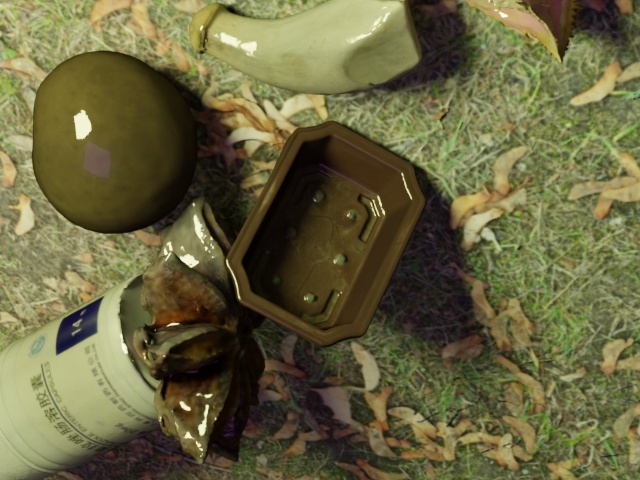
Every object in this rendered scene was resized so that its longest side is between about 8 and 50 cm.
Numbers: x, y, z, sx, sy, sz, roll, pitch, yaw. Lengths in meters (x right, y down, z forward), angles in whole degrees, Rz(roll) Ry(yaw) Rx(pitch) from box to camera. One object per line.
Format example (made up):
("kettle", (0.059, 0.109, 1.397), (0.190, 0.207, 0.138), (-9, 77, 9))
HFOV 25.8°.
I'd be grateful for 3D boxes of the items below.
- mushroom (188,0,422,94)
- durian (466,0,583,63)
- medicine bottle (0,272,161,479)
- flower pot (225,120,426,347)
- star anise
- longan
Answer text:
("mushroom", (-0.015, -0.213, 1.530), (0.270, 0.103, 0.118), (-3, 124, 25))
("durian", (0.187, -0.280, 1.396), (0.182, 0.132, 0.165), (12, 131, -16))
("medicine bottle", (-0.310, 0.189, 1.844), (0.332, 0.190, 0.190), (-28, 113, 31))
("flower pot", (0.000, 0.000, 1.612), (0.179, 0.251, 0.084), (28, 158, -4))
("star anise", (-0.143, 0.109, 1.665), (0.117, 0.332, 0.332), (-1, 124, 12))
("longan", (-0.238, -0.111, 1.610), (0.196, 0.196, 0.220), (11, 121, 9))
